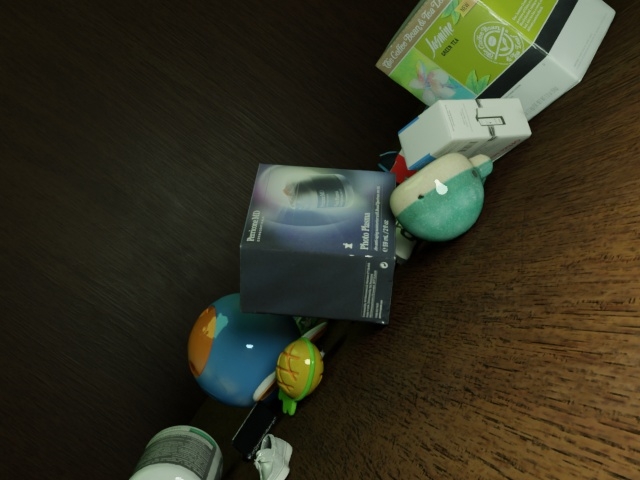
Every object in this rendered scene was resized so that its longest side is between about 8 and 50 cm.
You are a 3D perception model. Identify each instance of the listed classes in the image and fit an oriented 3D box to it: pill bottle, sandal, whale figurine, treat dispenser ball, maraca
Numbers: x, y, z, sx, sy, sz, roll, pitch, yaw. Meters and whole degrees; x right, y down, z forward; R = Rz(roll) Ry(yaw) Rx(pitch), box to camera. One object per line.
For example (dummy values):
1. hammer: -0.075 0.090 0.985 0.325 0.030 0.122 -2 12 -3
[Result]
1. pill bottle: -0.343 0.579 2.041 0.204 0.204 0.361 -53 5 7
2. sandal: -0.050 0.295 2.049 0.265 0.076 0.102 -51 -14 20
3. whale figurine: 0.249 -0.076 1.695 0.216 0.141 0.272 -35 -11 25
4. treat dispenser ball: -0.187 0.274 2.226 0.288 0.288 0.288 -53 5 7
5. maraca: -0.053 0.295 1.940 0.127 0.099 0.185 -111 38 -51

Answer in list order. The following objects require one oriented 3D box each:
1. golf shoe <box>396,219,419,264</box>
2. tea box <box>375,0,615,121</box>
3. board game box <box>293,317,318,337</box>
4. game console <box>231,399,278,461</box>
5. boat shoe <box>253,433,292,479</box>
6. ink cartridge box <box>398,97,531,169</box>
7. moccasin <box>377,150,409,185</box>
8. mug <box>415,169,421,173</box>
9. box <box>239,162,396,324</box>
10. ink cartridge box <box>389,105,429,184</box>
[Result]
1. golf shoe: 0.196 -0.025 1.979 0.094 0.077 0.198 -49 8 36
2. tea box: 0.345 -0.408 1.808 0.220 0.324 0.329 -56 5 -29
3. board game box: -0.096 0.293 2.637 0.317 0.046 0.213 -53 6 4
4. game console: -0.160 0.442 2.066 0.122 0.071 0.107 -55 6 -23
5. boat shoe: -0.095 0.418 1.674 0.066 0.063 0.184 -52 5 18
6. ink cartridge box: 0.277 -0.205 1.715 0.203 0.085 0.148 -7 -16 -32
7. moccasin: 0.257 -0.190 2.400 0.117 0.138 0.342 -49 19 0
8. mug: 0.283 -0.156 1.938 0.129 0.097 0.158 -52 6 9
9. box: 0.000 0.000 1.781 0.296 0.294 0.182 -84 -3 -53
10. ink cartridge box: 0.275 -0.223 2.144 0.231 0.134 0.078 -60 -4 35
